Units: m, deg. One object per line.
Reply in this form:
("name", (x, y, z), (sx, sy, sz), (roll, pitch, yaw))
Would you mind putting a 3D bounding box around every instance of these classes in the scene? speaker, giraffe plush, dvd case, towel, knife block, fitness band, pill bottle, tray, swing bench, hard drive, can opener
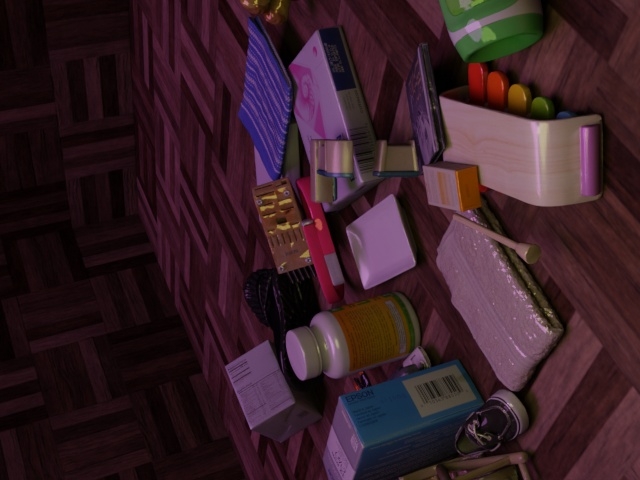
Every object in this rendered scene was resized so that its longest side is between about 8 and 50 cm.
("speaker", (0.202, -0.395, 1.142), (0.131, 0.131, 0.296), (154, 102, -69))
("giraffe plush", (-0.062, -0.551, 1.718), (0.170, 0.181, 0.210), (15, 83, 55))
("dvd case", (0.165, -0.204, 1.382), (0.221, 0.018, 0.164), (95, 167, -84))
("towel", (0.274, 0.081, 1.371), (0.187, 0.049, 0.282), (104, 145, -53))
("knife block", (-0.071, -0.026, 2.003), (0.242, 0.088, 0.275), (-93, -15, -75))
("fitness band", (0.000, 0.000, 1.898), (0.209, 0.054, 0.291), (-103, -4, -73))
("pill bottle", (0.062, 0.195, 1.706), (0.136, 0.246, 0.136), (166, 90, -69))
("tray", (0.126, 0.006, 1.727), (0.270, 0.030, 0.145), (144, 110, -68))
("swing bench", (0.279, 0.510, 1.485), (0.254, 0.165, 0.253), (133, 120, -72))
("towel", (-0.132, -0.321, 2.006), (0.336, 0.040, 0.243), (103, 147, -55))
("hard drive", (-0.110, -0.168, 2.196), (0.233, 0.047, 0.353), (-134, 36, -53))
("can opener", (0.156, 0.296, 1.743), (0.283, 0.095, 0.076), (117, 136, -60))

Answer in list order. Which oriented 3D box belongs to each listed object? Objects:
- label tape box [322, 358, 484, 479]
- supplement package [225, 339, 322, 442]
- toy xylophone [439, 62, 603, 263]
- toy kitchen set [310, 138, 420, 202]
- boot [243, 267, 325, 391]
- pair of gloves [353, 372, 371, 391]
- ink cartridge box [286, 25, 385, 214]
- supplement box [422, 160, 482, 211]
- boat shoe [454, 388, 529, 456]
("label tape box", (0.139, 0.390, 1.629), (0.347, 0.249, 0.115), (103, 146, -50))
("supplement package", (-0.127, 0.418, 2.370), (0.203, 0.149, 0.194), (62, -171, 31))
("toy xylophone", (0.264, -0.113, 1.223), (0.323, 0.081, 0.236), (-136, 36, -54))
("toy kitchen set", (0.079, -0.127, 1.599), (0.207, 0.166, 0.122), (-146, 55, -77))
("boot", (-0.096, 0.230, 2.286), (0.260, 0.131, 0.348), (-24, 70, 62))
("pair of gloves", (0.101, 0.347, 2.038), (0.083, 0.010, 0.074), (110, 142, -52))
("ink cartridge box", (0.009, -0.235, 1.820), (0.330, 0.071, 0.324), (-34, 72, 67))
("supplement box", (0.193, -0.080, 1.260), (0.098, 0.036, 0.062), (-157, 54, -64))
("boat shoe", (0.283, 0.318, 1.444), (0.078, 0.070, 0.219), (52, 157, 20))
